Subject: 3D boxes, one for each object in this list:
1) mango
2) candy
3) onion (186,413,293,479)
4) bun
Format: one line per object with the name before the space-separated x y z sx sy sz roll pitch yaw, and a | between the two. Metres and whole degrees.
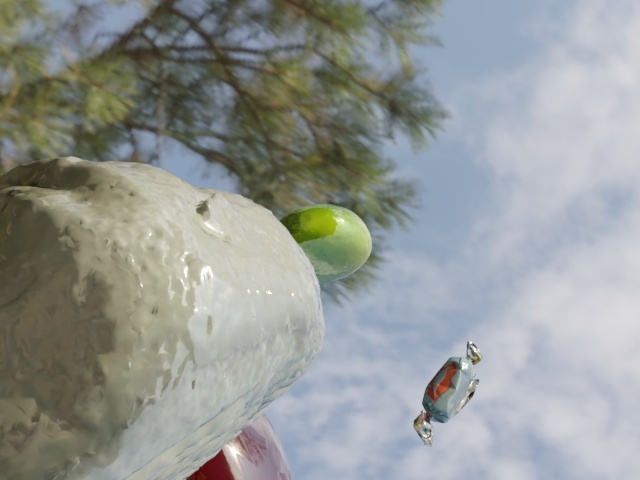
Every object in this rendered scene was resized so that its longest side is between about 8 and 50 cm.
mango | 0.000 0.000 1.240 0.073 0.108 0.056 -32 -115 25
candy | 0.086 0.102 0.960 0.020 0.030 0.083 2 -141 40
onion | -0.162 0.204 1.198 0.260 0.282 0.336 -41 -122 32
bun | -0.165 0.078 0.797 0.354 0.354 0.194 -36 -97 12
